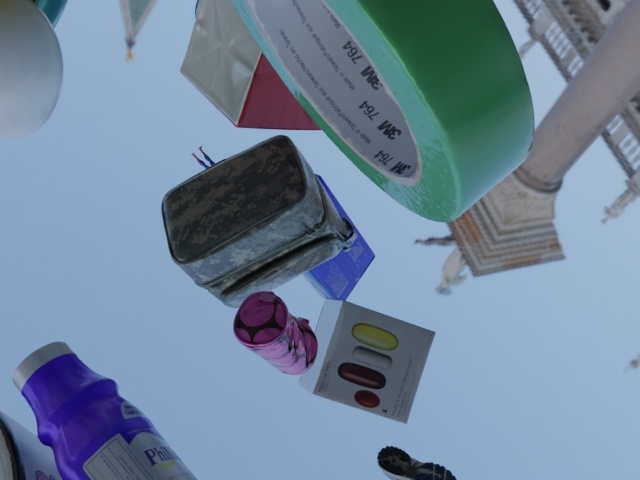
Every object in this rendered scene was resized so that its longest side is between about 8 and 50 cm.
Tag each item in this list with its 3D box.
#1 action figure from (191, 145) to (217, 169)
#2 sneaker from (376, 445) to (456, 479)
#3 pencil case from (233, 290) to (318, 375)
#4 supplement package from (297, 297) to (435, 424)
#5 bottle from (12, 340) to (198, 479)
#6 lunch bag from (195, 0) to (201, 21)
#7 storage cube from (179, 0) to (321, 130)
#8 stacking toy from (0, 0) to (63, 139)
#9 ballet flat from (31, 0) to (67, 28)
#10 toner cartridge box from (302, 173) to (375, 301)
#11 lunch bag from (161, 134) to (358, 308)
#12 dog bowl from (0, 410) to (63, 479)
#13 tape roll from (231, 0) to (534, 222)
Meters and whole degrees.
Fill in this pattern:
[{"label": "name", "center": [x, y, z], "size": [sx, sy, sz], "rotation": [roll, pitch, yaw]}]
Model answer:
[{"label": "action figure", "center": [-0.238, -0.157, 1.638], "size": [0.038, 0.030, 0.115], "rotation": [-45, -77, -17]}, {"label": "sneaker", "center": [0.145, 0.349, 1.077], "size": [0.135, 0.058, 0.052], "rotation": [28, -120, 19]}, {"label": "pencil case", "center": [-0.065, 0.143, 1.147], "size": [0.095, 0.209, 0.098], "rotation": [23, -103, 19]}, {"label": "supplement package", "center": [0.090, 0.238, 1.482], "size": [0.203, 0.149, 0.194], "rotation": [19, -97, -11]}, {"label": "bottle", "center": [-0.200, 0.223, 0.736], "size": [0.092, 0.118, 0.283], "rotation": [-44, -108, -5]}, {"label": "lunch bag", "center": [-0.186, -0.531, 1.779], "size": [0.114, 0.243, 0.304], "rotation": [16, -135, -46]}, {"label": "storage cube", "center": [-0.076, -0.299, 1.166], "size": [0.193, 0.184, 0.215], "rotation": [-6, -139, -42]}, {"label": "stacking toy", "center": [-0.305, -0.298, 0.519], "size": [0.350, 0.480, 0.351], "rotation": [-15, -154, 8]}, {"label": "ballet flat", "center": [-0.285, -0.303, 0.775], "size": [0.077, 0.077, 0.231], "rotation": [27, -101, -2]}, {"label": "toner cartridge box", "center": [0.000, 0.000, 1.744], "size": [0.075, 0.348, 0.165], "rotation": [24, -109, 39]}, {"label": "lunch bag", "center": [-0.109, -0.017, 1.403], "size": [0.305, 0.256, 0.213], "rotation": [-29, -130, 6]}, {"label": "dog bowl", "center": [-0.414, 0.377, 0.791], "size": [0.150, 0.407, 0.408], "rotation": [42, -146, -48]}, {"label": "tape roll", "center": [0.030, -0.160, 0.598], "size": [0.077, 0.321, 0.321], "rotation": [-39, -107, -6]}]
